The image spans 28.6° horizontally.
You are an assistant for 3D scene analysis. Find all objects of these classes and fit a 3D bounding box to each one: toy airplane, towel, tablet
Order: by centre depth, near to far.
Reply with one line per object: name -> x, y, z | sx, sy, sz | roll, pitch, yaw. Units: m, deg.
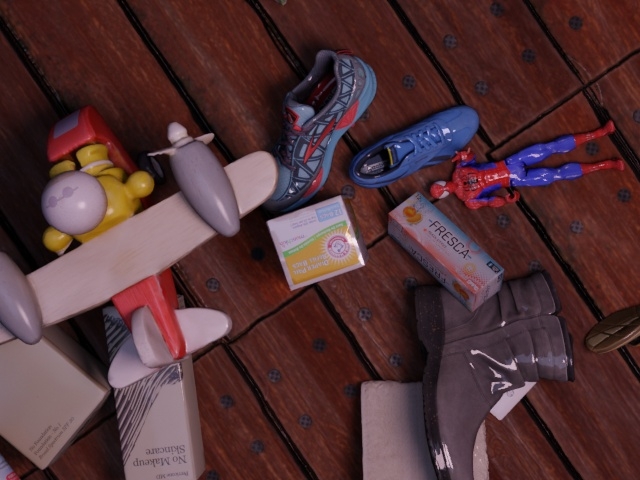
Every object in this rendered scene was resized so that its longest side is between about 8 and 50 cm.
toy airplane -> -0.286, 0.007, 1.714 | 0.384, 0.272, 0.386 | 17, 76, 26
towel -> 0.154, 0.336, 1.820 | 0.187, 0.049, 0.282 | -3, 66, 6
tablet -> 0.277, 0.222, 1.875 | 0.054, 0.006, 0.083 | 42, 95, 2

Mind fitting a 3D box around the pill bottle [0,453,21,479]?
pill bottle -> -0.532, 0.336, 1.903 | 0.087, 0.087, 0.160 | -38, 89, 5

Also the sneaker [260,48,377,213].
sneaker -> -0.030, -0.165, 1.815 | 0.104, 0.125, 0.262 | 30, 90, 33

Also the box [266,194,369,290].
box -> 0.000, 0.000, 1.789 | 0.114, 0.203, 0.103 | -19, 91, 5

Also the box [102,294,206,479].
box -> -0.247, 0.223, 1.872 | 0.113, 0.094, 0.275 | -9, 91, 4

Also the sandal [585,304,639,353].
sandal -> 0.475, 0.123, 1.832 | 0.180, 0.072, 0.049 | -29, 111, 1

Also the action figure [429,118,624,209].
action figure -> 0.292, -0.104, 1.800 | 0.280, 0.139, 0.091 | -15, 90, 7

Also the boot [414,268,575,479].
boot -> 0.255, 0.201, 1.772 | 0.223, 0.118, 0.338 | -5, 69, 6

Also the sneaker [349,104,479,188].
sneaker -> 0.139, -0.135, 1.835 | 0.209, 0.082, 0.069 | -26, 88, 4

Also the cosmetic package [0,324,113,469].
cosmetic package -> -0.470, 0.178, 1.881 | 0.309, 0.113, 0.160 | 39, 95, 1

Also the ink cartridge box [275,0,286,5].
ink cartridge box -> -0.074, -0.492, 1.850 | 0.171, 0.056, 0.235 | 28, 91, 2

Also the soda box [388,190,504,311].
soda box -> 0.178, 0.015, 1.808 | 0.063, 0.058, 0.183 | -36, 64, -19
